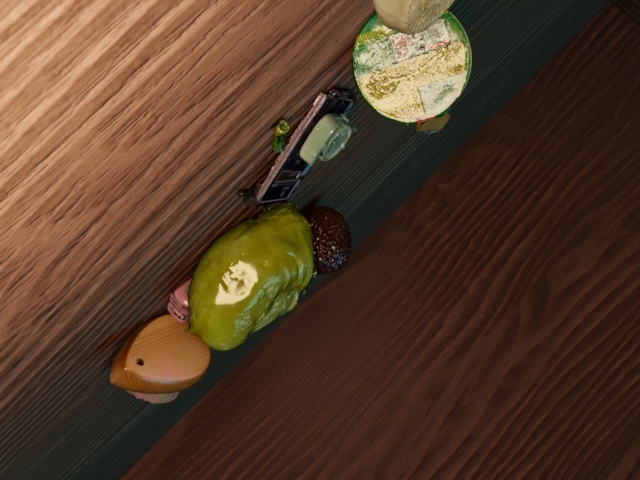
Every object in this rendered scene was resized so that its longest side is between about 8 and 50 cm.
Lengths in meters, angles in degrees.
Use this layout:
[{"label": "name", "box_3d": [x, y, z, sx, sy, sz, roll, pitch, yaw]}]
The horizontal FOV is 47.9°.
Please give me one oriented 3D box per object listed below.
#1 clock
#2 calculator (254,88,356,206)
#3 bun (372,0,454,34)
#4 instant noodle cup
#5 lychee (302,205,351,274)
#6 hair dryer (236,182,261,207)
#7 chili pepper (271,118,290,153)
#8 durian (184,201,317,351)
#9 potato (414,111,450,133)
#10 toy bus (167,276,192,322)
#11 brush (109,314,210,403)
[{"label": "clock", "box_3d": [0.021, -0.197, 1.384, 0.101, 0.041, 0.135, -55, 165, 28]}, {"label": "calculator", "box_3d": [-0.030, -0.181, 1.417, 0.274, 0.028, 0.165, -55, 168, 19]}, {"label": "bun", "box_3d": [0.142, -0.393, 1.023, 0.195, 0.118, 0.195, -43, 165, -15]}, {"label": "instant noodle cup", "box_3d": [0.177, -0.321, 1.316, 0.207, 0.207, 0.232, -48, 179, 18]}, {"label": "lychee", "box_3d": [-0.003, 0.004, 1.972, 0.194, 0.194, 0.194, -43, 171, -9]}, {"label": "hair dryer", "box_3d": [-0.142, -0.089, 1.416, 0.047, 0.026, 0.083, -48, 167, 16]}, {"label": "chili pepper", "box_3d": [-0.071, -0.189, 1.285, 0.030, 0.034, 0.091, -8, 161, -13]}, {"label": "durian", "box_3d": [-0.144, 0.083, 1.540, 0.339, 0.204, 0.256, -30, 125, -41]}, {"label": "potato", "box_3d": [0.330, -0.367, 2.112, 0.096, 0.066, 0.103, -6, 154, -34]}, {"label": "toy bus", "box_3d": [-0.256, 0.099, 1.636, 0.203, 0.063, 0.090, -41, 169, -33]}, {"label": "brush", "box_3d": [-0.382, 0.279, 1.592, 0.166, 0.174, 0.266, -39, 167, 28]}]
